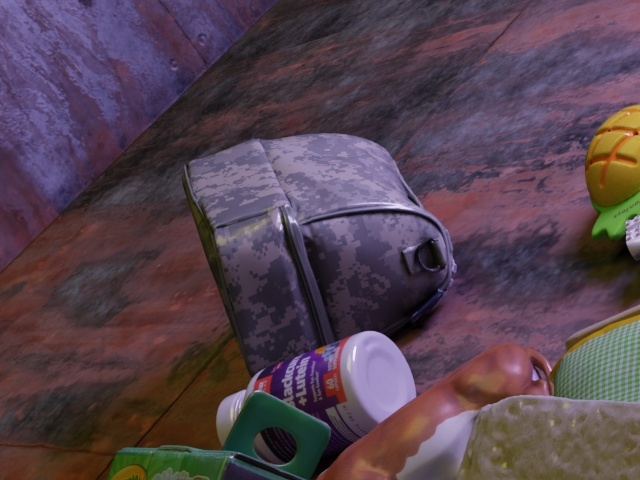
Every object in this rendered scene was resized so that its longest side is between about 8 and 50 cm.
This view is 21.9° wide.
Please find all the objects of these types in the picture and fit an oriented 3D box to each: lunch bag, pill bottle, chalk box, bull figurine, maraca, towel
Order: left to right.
[{"bbox_3d":[-0.076,0.268,1.329,0.179,0.180,0.289,-8,58,53],"label":"chalk box"},{"bbox_3d":[-0.009,0.169,1.681,0.193,0.108,0.108,-23,24,33],"label":"pill bottle"},{"bbox_3d":[0.000,0.000,1.892,0.256,0.212,0.305,-20,23,-2],"label":"lunch bag"},{"bbox_3d":[0.086,0.211,1.448,0.310,0.101,0.188,-42,27,3],"label":"bull figurine"},{"bbox_3d":[0.180,0.194,1.056,0.282,0.049,0.187,-1,66,54],"label":"towel"},{"bbox_3d":[0.321,-0.069,1.676,0.127,0.099,0.185,-39,21,37],"label":"maraca"}]

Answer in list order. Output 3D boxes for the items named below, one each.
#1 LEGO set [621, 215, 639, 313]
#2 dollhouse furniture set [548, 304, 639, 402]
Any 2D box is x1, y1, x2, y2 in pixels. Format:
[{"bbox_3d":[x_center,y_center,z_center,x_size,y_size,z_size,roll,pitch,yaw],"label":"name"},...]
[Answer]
[{"bbox_3d":[0.315,0.021,1.494,0.087,0.093,0.227,-28,22,22],"label":"LEGO set"},{"bbox_3d":[0.259,0.042,1.170,0.302,0.151,0.197,-27,17,26],"label":"dollhouse furniture set"}]
